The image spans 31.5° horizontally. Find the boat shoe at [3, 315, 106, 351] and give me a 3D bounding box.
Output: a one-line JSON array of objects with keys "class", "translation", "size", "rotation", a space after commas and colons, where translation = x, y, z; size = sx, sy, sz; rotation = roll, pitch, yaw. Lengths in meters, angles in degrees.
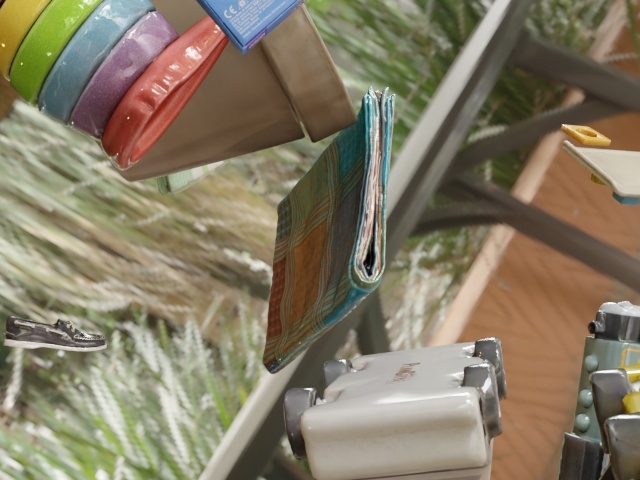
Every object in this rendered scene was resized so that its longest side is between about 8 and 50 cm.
[{"class": "boat shoe", "translation": [-0.323, 0.114, 1.389], "size": [0.046, 0.125, 0.038], "rotation": [-177, 92, -72]}]

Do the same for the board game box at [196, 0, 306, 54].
[{"class": "board game box", "translation": [-0.055, -0.243, 0.672], "size": [0.160, 0.210, 0.047], "rotation": [-40, 7, 0]}]

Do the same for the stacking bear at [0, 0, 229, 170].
[{"class": "stacking bear", "translation": [-0.257, -0.214, 1.084], "size": [0.164, 0.289, 0.175], "rotation": [-48, 6, 49]}]

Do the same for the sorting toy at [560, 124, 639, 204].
[{"class": "sorting toy", "translation": [0.494, -0.095, 1.782], "size": [0.348, 0.195, 0.047], "rotation": [-120, 41, -58]}]

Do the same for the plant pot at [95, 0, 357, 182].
[{"class": "plant pot", "translation": [-0.153, -0.219, 1.354], "size": [0.280, 0.323, 0.323], "rotation": [-28, 1, 0]}]

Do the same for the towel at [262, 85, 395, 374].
[{"class": "towel", "translation": [0.000, 0.000, 1.474], "size": [0.370, 0.040, 0.272], "rotation": [134, 145, -59]}]

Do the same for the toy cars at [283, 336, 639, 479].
[{"class": "toy cars", "translation": [0.101, 0.097, 0.490], "size": [0.393, 0.176, 0.087], "rotation": [-8, 91, 60]}]

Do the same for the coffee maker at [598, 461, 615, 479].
[{"class": "coffee maker", "translation": [0.368, 0.365, 1.418], "size": [0.178, 0.120, 0.171], "rotation": [-50, -46, -18]}]

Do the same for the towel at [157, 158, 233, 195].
[{"class": "towel", "translation": [-0.159, -0.242, 1.818], "size": [0.325, 0.038, 0.248], "rotation": [-37, -49, -39]}]

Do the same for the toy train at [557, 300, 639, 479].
[{"class": "toy train", "translation": [0.466, 0.253, 1.695], "size": [0.142, 0.190, 0.334], "rotation": [-172, 91, -66]}]
